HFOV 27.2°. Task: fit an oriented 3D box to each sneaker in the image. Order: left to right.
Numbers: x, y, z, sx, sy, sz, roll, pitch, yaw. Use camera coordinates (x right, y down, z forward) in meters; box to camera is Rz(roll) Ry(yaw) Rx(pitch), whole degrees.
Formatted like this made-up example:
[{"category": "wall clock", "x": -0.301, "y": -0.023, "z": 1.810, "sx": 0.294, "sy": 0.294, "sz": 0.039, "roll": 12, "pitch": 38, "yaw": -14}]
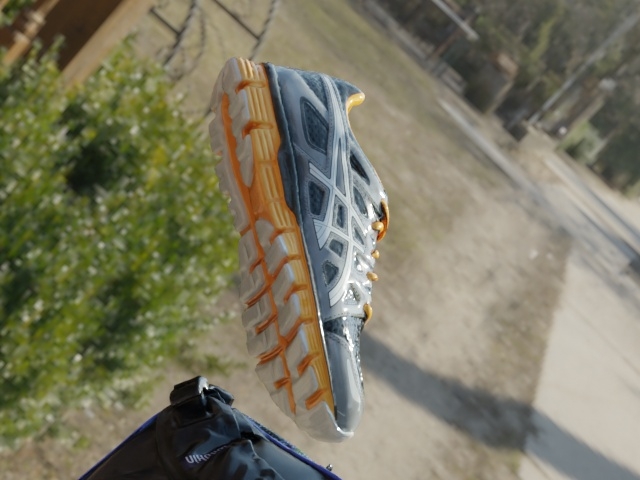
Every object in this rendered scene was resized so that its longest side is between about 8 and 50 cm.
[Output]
[{"category": "sneaker", "x": 0.000, "y": 0.000, "z": 0.707, "sx": 0.083, "sy": 0.084, "sz": 0.215, "roll": -4, "pitch": 76, "yaw": -24}]

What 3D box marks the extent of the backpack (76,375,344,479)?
[{"category": "backpack", "x": -0.025, "y": 0.108, "z": 0.362, "sx": 0.114, "sy": 0.105, "sz": 0.084, "roll": 19, "pitch": -43, "yaw": 48}]
